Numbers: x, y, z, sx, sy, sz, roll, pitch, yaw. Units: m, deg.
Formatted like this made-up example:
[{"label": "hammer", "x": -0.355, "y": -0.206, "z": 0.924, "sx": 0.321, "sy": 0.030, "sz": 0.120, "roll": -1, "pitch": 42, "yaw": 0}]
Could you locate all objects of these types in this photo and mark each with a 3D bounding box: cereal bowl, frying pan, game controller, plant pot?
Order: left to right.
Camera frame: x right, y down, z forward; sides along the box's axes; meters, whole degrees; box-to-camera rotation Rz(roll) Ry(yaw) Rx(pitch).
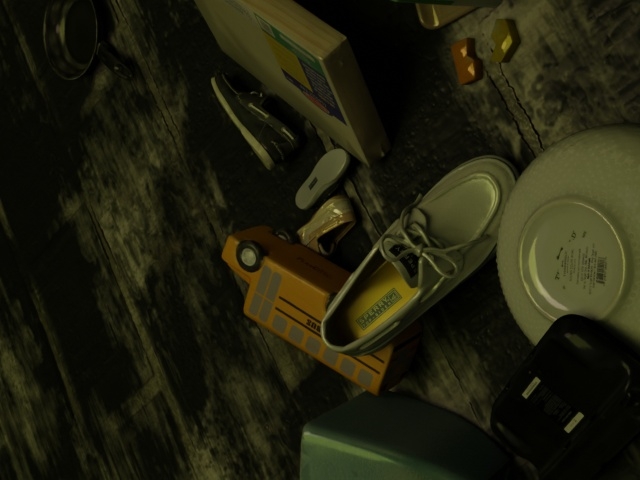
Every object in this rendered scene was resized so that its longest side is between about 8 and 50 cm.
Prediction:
[{"label": "frying pan", "x": -0.459, "y": -0.422, "z": 2.295, "sx": 0.326, "sy": 0.053, "sz": 0.197, "roll": 9, "pitch": 101, "yaw": 43}, {"label": "plant pot", "x": 0.135, "y": 0.376, "z": 1.654, "sx": 0.252, "sy": 0.248, "sz": 0.247, "roll": 7, "pitch": 101, "yaw": 27}, {"label": "game controller", "x": 0.323, "y": 0.215, "z": 1.471, "sx": 0.166, "sy": 0.067, "sz": 0.319, "roll": 47, "pitch": 148, "yaw": 18}, {"label": "cereal bowl", "x": 0.353, "y": 0.021, "z": 1.446, "sx": 0.339, "sy": 0.141, "sz": 0.338, "roll": 7, "pitch": 99, "yaw": 46}]

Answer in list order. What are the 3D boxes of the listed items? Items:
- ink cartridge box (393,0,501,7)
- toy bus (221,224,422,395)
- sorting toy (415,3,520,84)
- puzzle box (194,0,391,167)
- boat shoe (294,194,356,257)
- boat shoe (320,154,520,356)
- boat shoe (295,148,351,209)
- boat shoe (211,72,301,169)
[{"label": "ink cartridge box", "x": 0.095, "y": -0.411, "z": 1.563, "sx": 0.278, "sy": 0.201, "sz": 0.117, "roll": 33, "pitch": 120, "yaw": 43}, {"label": "toy bus", "x": -0.006, "y": 0.100, "z": 1.796, "sx": 0.333, "sy": 0.108, "sz": 0.130, "roll": 29, "pitch": 117, "yaw": 24}, {"label": "sorting toy", "x": 0.214, "y": -0.390, "z": 1.609, "sx": 0.229, "sy": 0.041, "sz": 0.307, "roll": -21, "pitch": 80, "yaw": 45}, {"label": "puzzle box", "x": -0.067, "y": -0.303, "z": 1.778, "sx": 0.052, "sy": 0.272, "sz": 0.409, "roll": -42, "pitch": 56, "yaw": -10}, {"label": "boat shoe", "x": 0.000, "y": 0.000, "z": 1.863, "sx": 0.170, "sy": 0.063, "sz": 0.059, "roll": -52, "pitch": 53, "yaw": 35}, {"label": "boat shoe", "x": 0.129, "y": 0.022, "z": 1.587, "sx": 0.367, "sy": 0.156, "sz": 0.136, "roll": -44, "pitch": 76, "yaw": 13}, {"label": "boat shoe", "x": 0.011, "y": -0.100, "z": 1.856, "sx": 0.142, "sy": 0.040, "sz": 0.049, "roll": -46, "pitch": 54, "yaw": 39}, {"label": "boat shoe", "x": -0.114, "y": -0.216, "z": 1.962, "sx": 0.079, "sy": 0.084, "sz": 0.233, "roll": -38, "pitch": 53, "yaw": 0}]
